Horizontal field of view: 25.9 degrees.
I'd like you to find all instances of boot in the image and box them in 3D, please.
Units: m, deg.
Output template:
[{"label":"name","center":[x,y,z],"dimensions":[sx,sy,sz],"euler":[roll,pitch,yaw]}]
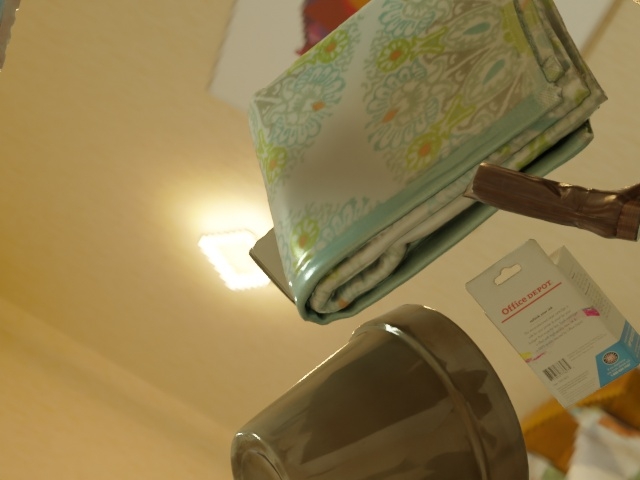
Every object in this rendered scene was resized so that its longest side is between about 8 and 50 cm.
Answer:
[{"label":"boot","center":[0.153,-0.030,0.891],"dimensions":[0.106,0.114,0.037],"euler":[-19,-60,-71]}]

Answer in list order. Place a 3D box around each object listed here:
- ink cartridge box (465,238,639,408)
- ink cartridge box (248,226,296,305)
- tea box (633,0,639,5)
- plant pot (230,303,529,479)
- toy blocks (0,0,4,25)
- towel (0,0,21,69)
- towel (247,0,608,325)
[{"label":"ink cartridge box","center":[0.256,0.081,1.525],"dimensions":[0.104,0.181,0.061],"euler":[-37,6,28]},{"label":"ink cartridge box","center":[0.000,0.000,1.671],"dimensions":[0.154,0.093,0.212],"euler":[-42,-4,-3]},{"label":"tea box","center":[0.420,-0.349,1.240],"dimensions":[0.329,0.323,0.220],"euler":[-115,6,-59]},{"label":"plant pot","center":[0.051,0.272,1.743],"dimensions":[0.280,0.323,0.323],"euler":[-20,-24,-26]},{"label":"toy blocks","center":[-0.346,-0.278,1.255],"dimensions":[0.381,0.191,0.261],"euler":[-53,-10,-43]},{"label":"towel","center":[-0.440,-0.297,1.451],"dimensions":[0.317,0.053,0.332],"euler":[13,-86,-55]},{"label":"towel","center":[0.094,-0.128,1.431],"dimensions":[0.374,0.090,0.320],"euler":[-36,41,21]}]
